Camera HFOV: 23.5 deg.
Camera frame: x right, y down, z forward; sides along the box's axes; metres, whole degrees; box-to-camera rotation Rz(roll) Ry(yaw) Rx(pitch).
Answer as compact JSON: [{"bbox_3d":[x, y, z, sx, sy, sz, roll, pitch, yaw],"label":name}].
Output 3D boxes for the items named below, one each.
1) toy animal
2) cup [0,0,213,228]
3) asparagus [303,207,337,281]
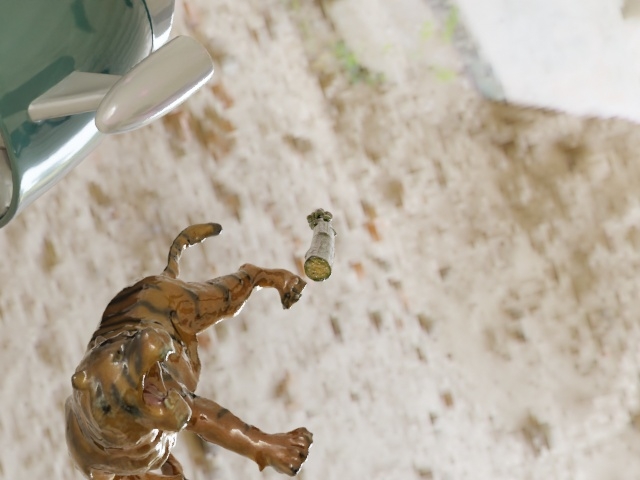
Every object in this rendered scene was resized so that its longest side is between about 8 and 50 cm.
[{"bbox_3d":[-0.082,0.055,0.801,0.116,0.114,0.255,40,18,-19],"label":"toy animal"},{"bbox_3d":[-0.183,-0.119,0.951,0.173,0.300,0.167,-42,131,-36],"label":"cup"},{"bbox_3d":[0.000,0.000,0.837,0.127,0.018,0.015,-86,169,-77],"label":"asparagus"}]
